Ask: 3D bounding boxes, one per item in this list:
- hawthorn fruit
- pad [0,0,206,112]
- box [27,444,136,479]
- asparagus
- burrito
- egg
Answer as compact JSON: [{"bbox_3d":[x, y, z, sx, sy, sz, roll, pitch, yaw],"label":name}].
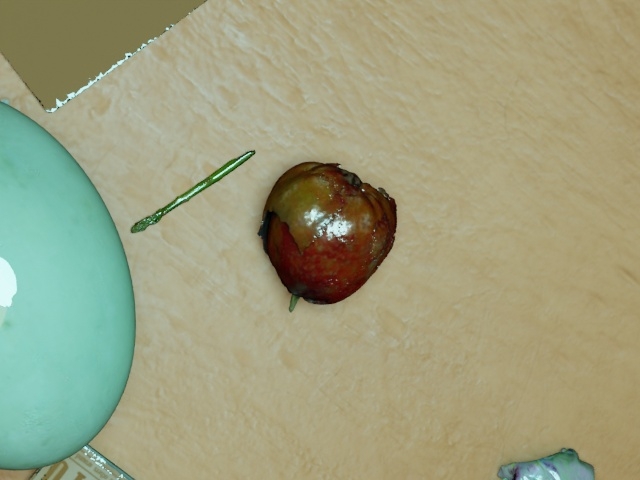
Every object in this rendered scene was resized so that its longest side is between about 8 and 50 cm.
[{"bbox_3d":[0.000,0.000,1.413,0.148,0.148,0.172,24,106,-9],"label":"hawthorn fruit"},{"bbox_3d":[-0.241,-0.278,1.427,0.265,0.009,0.159,-38,96,-8],"label":"pad"},{"bbox_3d":[-0.242,0.307,1.426,0.177,0.036,0.115,40,85,-9],"label":"box"},{"bbox_3d":[-0.142,-0.055,1.446,0.166,0.013,0.016,-35,138,-6],"label":"asparagus"},{"bbox_3d":[0.263,0.361,1.490,0.143,0.089,0.229,-6,94,-12],"label":"burrito"},{"bbox_3d":[-0.330,0.039,1.283,0.276,0.276,0.389,-22,97,-8],"label":"egg"}]
